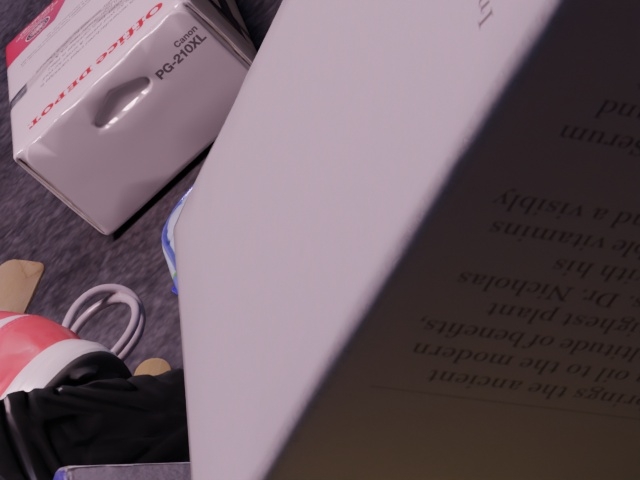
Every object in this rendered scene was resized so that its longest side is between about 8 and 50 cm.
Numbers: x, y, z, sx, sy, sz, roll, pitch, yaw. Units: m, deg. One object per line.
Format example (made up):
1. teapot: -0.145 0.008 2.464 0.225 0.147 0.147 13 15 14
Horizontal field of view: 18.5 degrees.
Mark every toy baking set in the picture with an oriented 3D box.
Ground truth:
1. toy baking set: -0.145 0.122 1.120 0.197 0.030 0.256 -43 55 -16

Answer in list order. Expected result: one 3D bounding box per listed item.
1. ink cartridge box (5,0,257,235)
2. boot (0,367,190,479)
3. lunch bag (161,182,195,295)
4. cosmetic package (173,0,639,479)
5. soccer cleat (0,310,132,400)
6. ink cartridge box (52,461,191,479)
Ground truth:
1. ink cartridge box: -0.145 -0.132 1.496 0.172 0.100 0.237 -42 25 10
2. boot: -0.074 0.157 0.962 0.094 0.246 0.207 65 146 38
3. lunch bag: 0.000 0.000 1.104 0.176 0.090 0.219 -43 26 5
4. cosmetic package: 0.132 -0.069 0.599 0.453 0.230 0.161 120 150 -43
5. soccer cleat: -0.231 0.170 1.032 0.116 0.109 0.318 24 66 37
6. ink cartridge box: -0.019 0.183 0.695 0.304 0.307 0.072 -106 19 -60
